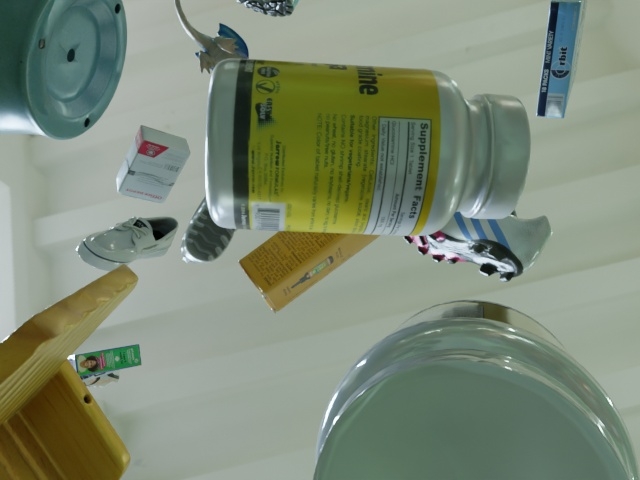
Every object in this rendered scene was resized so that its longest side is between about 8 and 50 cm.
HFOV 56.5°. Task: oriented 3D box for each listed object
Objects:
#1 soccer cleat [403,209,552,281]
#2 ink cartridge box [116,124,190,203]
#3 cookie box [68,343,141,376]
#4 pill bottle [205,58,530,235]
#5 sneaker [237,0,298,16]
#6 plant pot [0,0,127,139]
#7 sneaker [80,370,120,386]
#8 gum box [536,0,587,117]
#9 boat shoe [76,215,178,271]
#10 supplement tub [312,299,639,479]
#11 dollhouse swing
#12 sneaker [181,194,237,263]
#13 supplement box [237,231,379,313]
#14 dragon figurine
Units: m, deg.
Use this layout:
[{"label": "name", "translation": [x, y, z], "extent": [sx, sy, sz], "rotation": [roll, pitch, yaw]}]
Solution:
[{"label": "soccer cleat", "translation": [0.286, -0.023, 1.141], "extent": [0.143, 0.116, 0.331], "rotation": [-42, -144, -17]}, {"label": "ink cartridge box", "translation": [-0.371, -0.165, 1.316], "extent": [0.150, 0.109, 0.063], "rotation": [-53, -137, 29]}, {"label": "cookie box", "translation": [-0.379, 0.210, 1.041], "extent": [0.107, 0.092, 0.040], "rotation": [-6, -98, -33]}, {"label": "pill bottle", "translation": [0.047, -0.101, 0.673], "extent": [0.334, 0.188, 0.188], "rotation": [2, -110, -4]}, {"label": "sneaker", "translation": [-0.145, -0.420, 0.823], "extent": [0.283, 0.110, 0.122], "rotation": [25, -99, -5]}, {"label": "plant pot", "translation": [-0.365, -0.234, 0.641], "extent": [0.255, 0.271, 0.271], "rotation": [19, -106, 6]}, {"label": "sneaker", "translation": [-0.429, 0.263, 1.123], "extent": [0.109, 0.043, 0.040], "rotation": [-12, -155, -33]}, {"label": "gum box", "translation": [0.356, -0.285, 0.870], "extent": [0.041, 0.157, 0.184], "rotation": [9, -146, 22]}, {"label": "boat shoe", "translation": [-0.382, -0.005, 1.222], "extent": [0.096, 0.267, 0.088], "rotation": [42, -72, 15]}, {"label": "supplement tub", "translation": [0.133, 0.181, 0.530], "extent": [0.241, 0.331, 0.241], "rotation": [0, -92, 15]}, {"label": "dollhouse swing", "translation": [-0.293, 0.251, 0.667], "extent": [0.305, 0.347, 0.315], "rotation": [-29, -83, 8]}, {"label": "sneaker", "translation": [-0.177, -0.073, 1.110], "extent": [0.105, 0.115, 0.281], "rotation": [44, -120, -15]}, {"label": "supplement box", "translation": [0.000, 0.000, 0.861], "extent": [0.233, 0.078, 0.080], "rotation": [-38, -118, -10]}, {"label": "dragon figurine", "translation": [-0.175, -0.342, 1.107], "extent": [0.085, 0.289, 0.144], "rotation": [-45, -149, 13]}]
